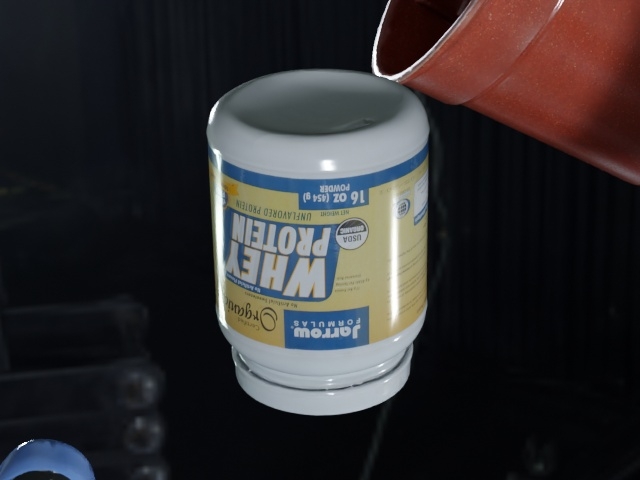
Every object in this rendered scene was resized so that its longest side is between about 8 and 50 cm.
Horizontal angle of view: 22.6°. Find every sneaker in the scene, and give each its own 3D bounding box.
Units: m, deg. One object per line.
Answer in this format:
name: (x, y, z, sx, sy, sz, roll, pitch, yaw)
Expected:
sneaker: (-0.213, 0.249, 1.111, 0.081, 0.232, 0.090, 16, -152, -10)

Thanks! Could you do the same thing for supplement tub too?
supplement tub: (0.000, 0.000, 1.068, 0.144, 0.199, 0.144, -1, -154, 1)

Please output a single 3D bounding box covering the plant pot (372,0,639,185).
plant pot: (0.231, -0.196, 1.441, 0.265, 0.272, 0.272, 28, -164, -16)
